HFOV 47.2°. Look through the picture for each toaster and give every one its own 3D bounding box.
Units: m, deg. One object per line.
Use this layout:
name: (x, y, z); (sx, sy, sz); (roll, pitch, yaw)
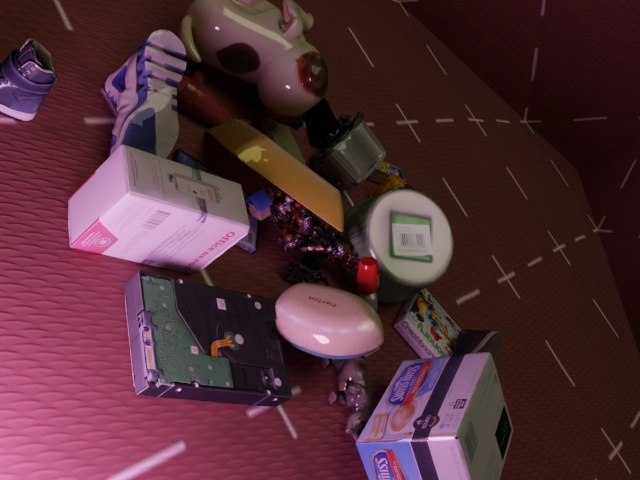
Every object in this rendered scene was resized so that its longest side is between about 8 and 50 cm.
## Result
toaster: (0.091, -0.258, 2.164); (0.146, 0.129, 0.227); (49, 63, -16)

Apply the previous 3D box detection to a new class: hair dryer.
hair dryer: (-0.314, -0.404, 1.882); (0.293, 0.080, 0.223); (56, 32, 5)

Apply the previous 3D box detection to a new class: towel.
towel: (-0.105, -0.271, 2.068); (0.110, 0.027, 0.148); (-4, 61, -54)

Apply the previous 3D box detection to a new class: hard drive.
hard drive: (-0.218, 0.201, 1.443); (0.339, 0.064, 0.237); (17, 47, -44)

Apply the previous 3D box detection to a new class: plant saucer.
plant saucer: (-0.097, -0.178, 1.786); (0.333, 0.081, 0.333); (35, 4, -26)

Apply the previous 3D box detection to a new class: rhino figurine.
rhino figurine: (0.075, 0.347, 1.664); (0.106, 0.073, 0.243); (18, 48, -38)

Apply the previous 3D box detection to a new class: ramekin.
ramekin: (0.210, 0.007, 1.967); (0.303, 0.148, 0.303); (7, 73, -23)

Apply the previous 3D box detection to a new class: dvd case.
dvd case: (-0.247, -0.092, 1.724); (0.253, 0.022, 0.180); (32, 37, -29)

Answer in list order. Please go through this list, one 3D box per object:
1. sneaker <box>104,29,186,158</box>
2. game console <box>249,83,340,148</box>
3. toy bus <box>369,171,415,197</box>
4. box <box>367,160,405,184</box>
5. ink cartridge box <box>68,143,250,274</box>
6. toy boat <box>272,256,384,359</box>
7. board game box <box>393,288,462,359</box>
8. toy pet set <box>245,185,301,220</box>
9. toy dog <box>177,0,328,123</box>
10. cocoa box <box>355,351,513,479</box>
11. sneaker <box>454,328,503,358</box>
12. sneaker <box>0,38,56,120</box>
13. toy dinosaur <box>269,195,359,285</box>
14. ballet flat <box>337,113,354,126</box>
sneaker: (-0.404, -0.299, 1.635); (0.127, 0.182, 0.315); (20, 74, -38)
game console: (-0.072, -0.396, 2.216); (0.361, 0.044, 0.213); (21, 43, -41)
toy bus: (0.256, -0.103, 2.279); (0.220, 0.149, 0.211); (40, 19, -23)
box: (0.196, -0.220, 2.367); (0.169, 0.059, 0.054); (16, 48, -43)
ink cartridge box: (-0.313, -0.049, 1.428); (0.283, 0.207, 0.117); (17, 48, -44)
toy boat: (0.050, 0.168, 1.672); (0.267, 0.148, 0.318); (18, 36, 27)
board game box: (0.343, 0.292, 2.070); (0.305, 0.053, 0.193); (48, 34, -7)
toy pet set: (-0.128, -0.108, 1.767); (0.114, 0.065, 0.122); (-34, 44, -30)
toy dog: (-0.150, -0.517, 1.963); (0.408, 0.284, 0.395); (41, 33, -7)
cocoa box: (0.264, 0.435, 1.621); (0.347, 0.228, 0.231); (-43, 119, -57)
sneaker: (0.390, 0.323, 1.995); (0.222, 0.118, 0.083); (-35, 109, -28)
sneaker: (-0.607, -0.321, 1.360); (0.226, 0.163, 0.086); (13, 51, -44)
toy dinosaur: (0.000, 0.000, 1.831); (0.322, 0.164, 0.218); (15, 21, -4)
ballet flat: (0.106, -0.310, 2.312); (0.058, 0.084, 0.250); (59, 11, -56)
